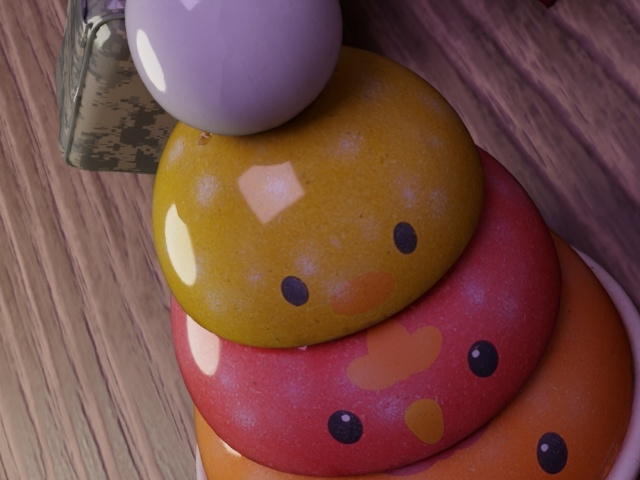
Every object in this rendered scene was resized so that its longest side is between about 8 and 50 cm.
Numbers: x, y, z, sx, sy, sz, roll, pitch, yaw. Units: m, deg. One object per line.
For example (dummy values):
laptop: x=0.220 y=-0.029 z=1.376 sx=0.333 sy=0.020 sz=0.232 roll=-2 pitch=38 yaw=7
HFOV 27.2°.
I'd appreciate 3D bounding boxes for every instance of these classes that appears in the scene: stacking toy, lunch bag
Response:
stacking toy: x=0.000 y=0.000 z=0.839 sx=0.351 sy=0.480 sz=0.350 roll=-15 pitch=46 yaw=15
lunch bag: x=-0.120 y=-0.226 z=1.158 sx=0.305 sy=0.213 sz=0.256 roll=123 pitch=144 yaw=-63

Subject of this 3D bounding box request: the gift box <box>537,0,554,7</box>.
gift box: x=0.142 y=-0.384 z=1.067 sx=0.276 sy=0.255 sz=0.258 roll=-50 pitch=60 yaw=10
